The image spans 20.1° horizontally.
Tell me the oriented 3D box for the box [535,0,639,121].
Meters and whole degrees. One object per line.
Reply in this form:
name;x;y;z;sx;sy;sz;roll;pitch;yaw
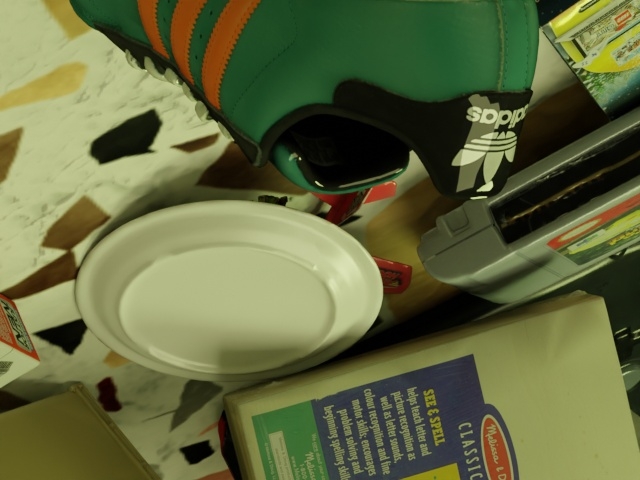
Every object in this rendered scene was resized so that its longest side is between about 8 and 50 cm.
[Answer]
box;0.246;-0.181;1.121;0.233;0.044;0.159;-34;152;11

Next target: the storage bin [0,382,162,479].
storage bin;-0.181;0.242;1.152;0.123;0.260;0.262;-46;167;22

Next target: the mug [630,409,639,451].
mug;0.110;0.287;1.398;0.374;0.276;0.328;-5;114;-45

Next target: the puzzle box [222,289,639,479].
puzzle box;0.111;0.263;1.250;0.272;0.409;0.052;-15;-173;-14

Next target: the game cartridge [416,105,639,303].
game cartridge;0.221;-0.042;1.269;0.294;0.060;0.196;-29;170;13

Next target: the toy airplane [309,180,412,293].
toy airplane;0.000;0.000;1.219;0.151;0.028;0.151;-8;145;-5

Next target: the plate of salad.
plate of salad;-0.059;0.029;1.180;0.200;0.048;0.200;-1;142;-1

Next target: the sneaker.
sneaker;-0.024;-0.083;0.801;0.108;0.302;0.121;-6;101;-36

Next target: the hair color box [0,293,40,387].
hair color box;-0.251;0.054;1.066;0.093;0.053;0.167;-32;151;9

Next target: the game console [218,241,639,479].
game console;0.115;0.149;1.541;0.386;0.060;0.342;-25;152;-6
